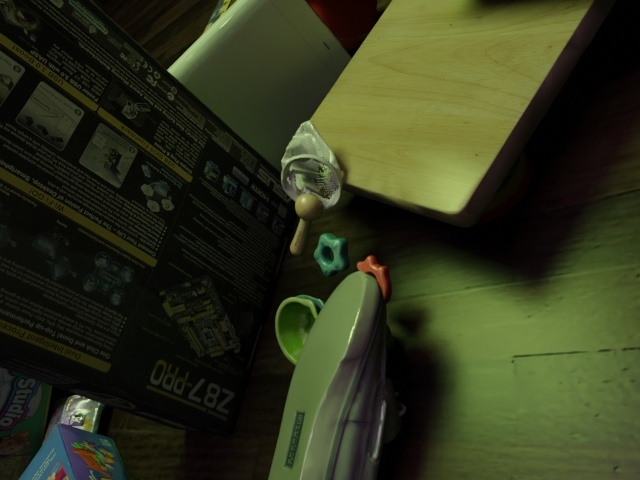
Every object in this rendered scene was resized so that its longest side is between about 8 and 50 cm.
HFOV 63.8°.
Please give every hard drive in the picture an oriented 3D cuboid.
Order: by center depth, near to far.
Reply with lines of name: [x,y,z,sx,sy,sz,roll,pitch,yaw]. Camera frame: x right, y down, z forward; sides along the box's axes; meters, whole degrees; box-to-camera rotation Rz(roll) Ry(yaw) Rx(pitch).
hard drive: [-0.103,-0.163,0.668,0.307,0.203,0.040,-37,40,17]

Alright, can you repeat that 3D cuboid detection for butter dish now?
butter dish: [0.009,-0.310,0.758,0.160,0.118,0.160,-20,21,-36]

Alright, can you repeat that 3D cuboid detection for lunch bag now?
lunch bag: [-0.324,0.245,0.683,0.083,0.053,0.071,-18,52,30]

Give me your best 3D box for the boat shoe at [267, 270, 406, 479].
boat shoe: [0.021,0.140,0.404,0.079,0.081,0.228,-19,51,62]

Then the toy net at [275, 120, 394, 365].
toy net: [0.000,0.000,0.476,0.122,0.045,0.232,-9,89,48]

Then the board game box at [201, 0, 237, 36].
board game box: [-0.133,-0.314,0.873,0.048,0.141,0.170,-11,52,39]

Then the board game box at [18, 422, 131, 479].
board game box: [-0.318,0.406,0.523,0.233,0.078,0.347,26,80,51]

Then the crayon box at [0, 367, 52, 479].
crayon box: [-0.459,0.116,0.760,0.313,0.106,0.363,40,118,52]

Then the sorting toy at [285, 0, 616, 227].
sorting toy: [0.124,-0.136,0.513,0.257,0.089,0.255,26,80,51]

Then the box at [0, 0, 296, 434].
box: [-0.202,-0.023,0.501,0.097,0.395,0.318,-12,53,36]
